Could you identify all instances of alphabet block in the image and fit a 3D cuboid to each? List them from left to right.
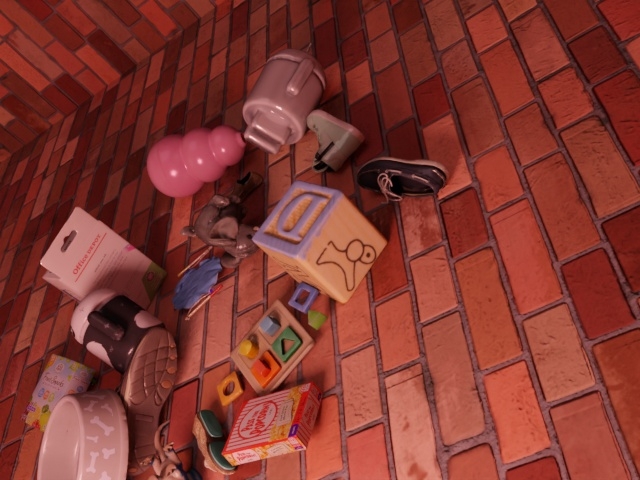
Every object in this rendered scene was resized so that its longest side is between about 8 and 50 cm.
[{"bbox_3d":[0.000,0.000,1.706,0.192,0.197,0.193,-53,37,-12],"label":"alphabet block"}]

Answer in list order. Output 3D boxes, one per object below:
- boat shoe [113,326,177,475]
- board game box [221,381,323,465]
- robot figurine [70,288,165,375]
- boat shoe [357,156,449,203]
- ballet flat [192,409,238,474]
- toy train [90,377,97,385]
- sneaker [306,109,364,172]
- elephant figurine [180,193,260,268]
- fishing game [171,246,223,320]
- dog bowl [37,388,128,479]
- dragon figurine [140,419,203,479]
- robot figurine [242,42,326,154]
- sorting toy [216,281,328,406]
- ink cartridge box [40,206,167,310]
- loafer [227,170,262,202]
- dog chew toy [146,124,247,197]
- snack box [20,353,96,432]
[{"bbox_3d":[-0.454,0.381,1.786,0.130,0.132,0.356,-5,65,40],"label":"boat shoe"},{"bbox_3d":[-0.099,0.383,1.535,0.193,0.045,0.147,-22,27,28],"label":"board game box"},{"bbox_3d":[-0.526,0.248,1.940,0.173,0.278,0.209,-44,-17,-51],"label":"robot figurine"},{"bbox_3d":[0.184,-0.139,1.753,0.254,0.095,0.079,7,49,37],"label":"boat shoe"},{"bbox_3d":[-0.233,0.459,1.617,0.067,0.073,0.206,-66,30,17],"label":"ballet flat"},{"bbox_3d":[-0.667,0.395,2.123,0.023,0.017,0.083,-44,35,-15],"label":"toy train"},{"bbox_3d":[0.000,-0.273,2.055,0.151,0.094,0.256,-51,36,-3],"label":"sneaker"},{"bbox_3d":[-0.233,-0.010,1.983,0.186,0.169,0.239,-57,45,22],"label":"elephant figurine"},{"bbox_3d":[-0.340,0.125,2.049,0.189,0.041,0.264,-43,28,2],"label":"fishing game"},{"bbox_3d":[-0.566,0.519,1.720,0.348,0.102,0.349,-24,59,49],"label":"dog bowl"},{"bbox_3d":[-0.310,0.518,1.588,0.085,0.144,0.289,-34,26,-8],"label":"dragon figurine"},{"bbox_3d":[-0.105,-0.433,2.218,0.300,0.199,0.354,-32,31,60],"label":"robot figurine"},{"bbox_3d":[-0.122,0.245,1.688,0.348,0.047,0.196,-50,43,3],"label":"sorting toy"},{"bbox_3d":[-0.641,0.080,2.114,0.119,0.353,0.207,1,56,44],"label":"ink cartridge box"},{"bbox_3d":[-0.241,-0.155,2.209,0.148,0.050,0.056,-44,36,1],"label":"loafer"},{"bbox_3d":[-0.386,-0.266,2.345,0.331,0.207,0.207,-20,43,18],"label":"dog chew toy"},{"bbox_3d":[-0.750,0.441,2.099,0.174,0.070,0.207,2,63,45],"label":"snack box"}]
